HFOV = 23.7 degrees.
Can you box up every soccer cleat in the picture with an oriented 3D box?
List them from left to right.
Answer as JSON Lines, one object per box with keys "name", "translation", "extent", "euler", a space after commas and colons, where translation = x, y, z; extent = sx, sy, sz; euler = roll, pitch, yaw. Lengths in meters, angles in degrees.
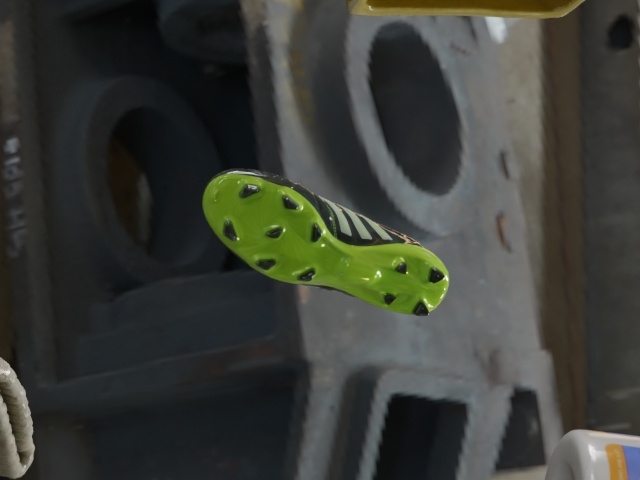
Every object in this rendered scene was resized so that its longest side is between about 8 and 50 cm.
{"name": "soccer cleat", "translation": [0.000, 0.000, 0.975], "extent": [0.179, 0.072, 0.060], "euler": [24, 101, -23]}

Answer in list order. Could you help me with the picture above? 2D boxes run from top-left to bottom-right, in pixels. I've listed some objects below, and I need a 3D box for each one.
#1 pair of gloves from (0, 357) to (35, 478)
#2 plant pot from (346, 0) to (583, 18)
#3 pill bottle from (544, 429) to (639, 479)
{"name": "pair of gloves", "translation": [-0.215, -0.011, 0.586], "extent": [0.240, 0.204, 0.042], "euler": [80, 29, -45]}
{"name": "plant pot", "translation": [0.048, -0.118, 0.423], "extent": [0.081, 0.081, 0.083], "euler": [-4, 68, -33]}
{"name": "pill bottle", "translation": [0.324, 0.242, 1.230], "extent": [0.272, 0.152, 0.152], "euler": [8, 67, -5]}
